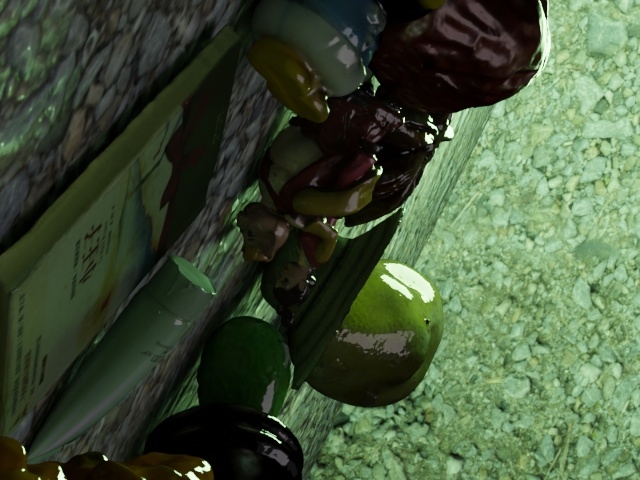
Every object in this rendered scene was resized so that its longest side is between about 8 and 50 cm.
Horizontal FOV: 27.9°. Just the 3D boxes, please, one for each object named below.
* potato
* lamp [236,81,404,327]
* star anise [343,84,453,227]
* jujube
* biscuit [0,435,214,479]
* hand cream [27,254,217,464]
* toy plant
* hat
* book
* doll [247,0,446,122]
[{"bbox_3d":[0.057,0.133,1.894,0.218,0.202,0.351,-53,160,14],"label":"potato"},{"bbox_3d":[-0.016,-0.045,1.262,0.253,0.118,0.118,-61,171,9],"label":"lamp"},{"bbox_3d":[0.110,-0.155,1.626,0.315,0.108,0.315,-61,168,-22],"label":"star anise"},{"bbox_3d":[0.120,-0.221,1.258,0.290,0.197,0.197,4,114,-63],"label":"jujube"},{"bbox_3d":[-0.207,0.235,0.736,0.318,0.110,0.312,-51,158,11],"label":"biscuit"},{"bbox_3d":[-0.164,0.102,1.022,0.205,0.050,0.078,-50,174,8],"label":"hand cream"},{"bbox_3d":[-0.102,0.219,1.402,0.235,0.175,0.218,-92,-157,-46],"label":"toy plant"},{"bbox_3d":[-0.011,0.043,1.500,0.252,0.110,0.252,-58,-179,1],"label":"hat"},{"bbox_3d":[-0.145,-0.007,0.913,0.289,0.026,0.201,-55,171,-39],"label":"book"},{"bbox_3d":[0.061,-0.241,1.024,0.314,0.141,0.177,-56,152,-9],"label":"doll"}]
